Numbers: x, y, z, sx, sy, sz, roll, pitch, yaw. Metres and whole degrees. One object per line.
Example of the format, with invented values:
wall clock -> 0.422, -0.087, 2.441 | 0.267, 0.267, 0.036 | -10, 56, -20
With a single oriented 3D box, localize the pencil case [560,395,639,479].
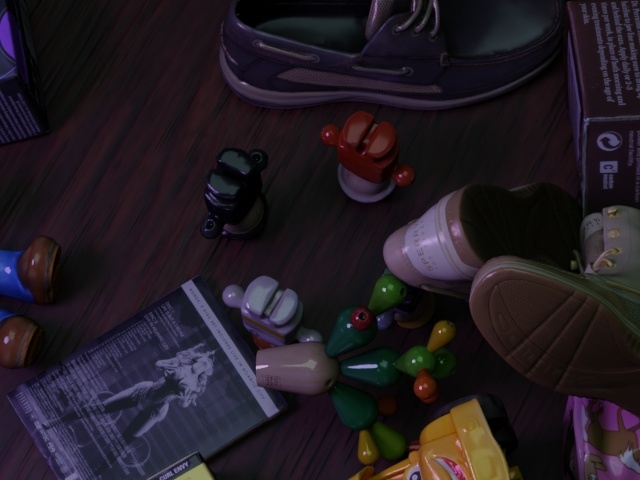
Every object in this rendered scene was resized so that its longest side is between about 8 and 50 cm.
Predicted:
pencil case -> 0.401, 0.188, 1.638 | 0.386, 0.167, 0.160 | -1, 93, 5

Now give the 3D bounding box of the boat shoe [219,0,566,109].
boat shoe -> 0.072, -0.207, 1.836 | 0.355, 0.130, 0.132 | -8, 68, 1

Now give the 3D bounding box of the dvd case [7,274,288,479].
dvd case -> -0.166, 0.154, 1.770 | 0.221, 0.018, 0.164 | -32, 68, -8

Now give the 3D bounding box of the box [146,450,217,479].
box -> -0.073, 0.308, 1.665 | 0.058, 0.087, 0.232 | -30, 70, -5

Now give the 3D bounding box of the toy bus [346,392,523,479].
toy bus -> 0.085, 0.241, 1.613 | 0.211, 0.220, 0.149 | -17, 69, 4

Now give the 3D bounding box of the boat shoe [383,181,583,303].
boat shoe -> 0.165, 0.010, 1.683 | 0.098, 0.302, 0.109 | -22, 75, 30

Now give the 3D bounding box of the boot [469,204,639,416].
boot -> 0.231, 0.040, 1.577 | 0.262, 0.095, 0.203 | 22, 33, -19

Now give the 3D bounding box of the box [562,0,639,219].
box -> 0.427, -0.134, 1.747 | 0.381, 0.143, 0.191 | -4, 43, 5

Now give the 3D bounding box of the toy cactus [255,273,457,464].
toy cactus -> 0.033, 0.125, 1.665 | 0.181, 0.219, 0.112 | 0, 49, 4

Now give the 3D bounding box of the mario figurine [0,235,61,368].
mario figurine -> -0.418, 0.026, 1.755 | 0.321, 0.170, 0.198 | 12, 35, 1

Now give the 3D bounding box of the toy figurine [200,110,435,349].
toy figurine -> 0.000, 0.000, 1.758 | 0.213, 0.148, 0.209 | -17, 74, -5

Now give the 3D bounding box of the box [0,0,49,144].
box -> -0.428, -0.173, 1.854 | 0.270, 0.143, 0.165 | -12, 68, 0
